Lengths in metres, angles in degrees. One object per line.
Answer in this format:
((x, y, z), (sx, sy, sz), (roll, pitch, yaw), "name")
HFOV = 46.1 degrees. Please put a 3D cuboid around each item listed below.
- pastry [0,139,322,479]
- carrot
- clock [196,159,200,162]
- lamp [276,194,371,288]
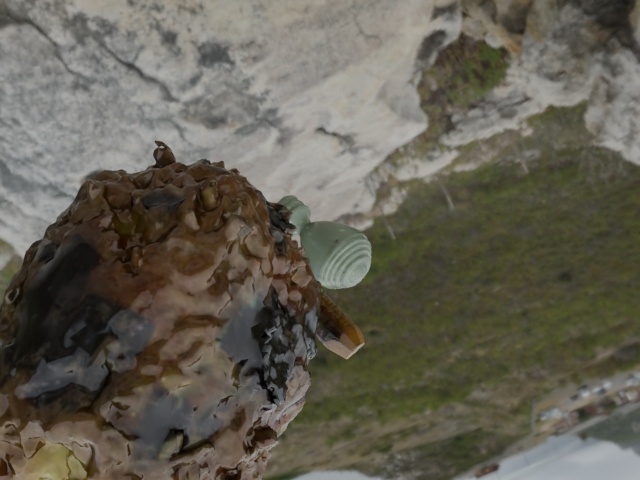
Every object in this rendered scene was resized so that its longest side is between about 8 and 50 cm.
((-0.150, 0.095, 0.735), (0.405, 0.292, 0.337), (-52, 145, -50), "pastry")
((-0.042, 0.076, 1.311), (0.066, 0.314, 0.066), (-37, 163, -14), "carrot")
((-0.328, -0.034, 1.787), (0.106, 0.220, 0.255), (33, 113, -11), "clock")
((0.000, 0.000, 1.205), (0.106, 0.193, 0.106), (-36, 150, -24), "lamp")
